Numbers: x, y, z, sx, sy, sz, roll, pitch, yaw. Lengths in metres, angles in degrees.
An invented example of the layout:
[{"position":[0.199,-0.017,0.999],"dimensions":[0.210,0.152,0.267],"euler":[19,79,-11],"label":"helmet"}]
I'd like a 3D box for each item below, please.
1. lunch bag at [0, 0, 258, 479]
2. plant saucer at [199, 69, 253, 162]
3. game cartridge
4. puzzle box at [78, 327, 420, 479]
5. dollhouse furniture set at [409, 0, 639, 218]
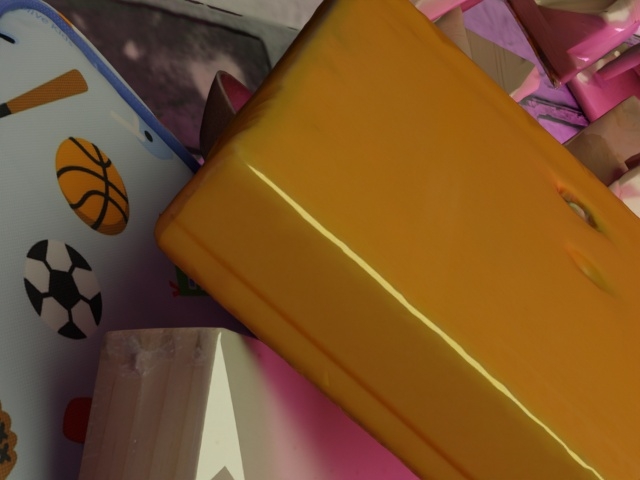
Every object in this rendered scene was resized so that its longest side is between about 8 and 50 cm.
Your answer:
[{"position":[-0.080,0.068,0.523],"dimensions":[0.303,0.115,0.243],"euler":[50,33,-28],"label":"lunch bag"},{"position":[0.000,0.000,0.581],"dimensions":[0.168,0.029,0.168],"euler":[50,6,-7],"label":"plant saucer"},{"position":[0.087,0.027,0.523],"dimensions":[0.285,0.052,0.323],"euler":[42,22,-7],"label":"game cartridge"},{"position":[0.062,0.206,0.494],"dimensions":[0.409,0.052,0.272],"euler":[24,68,-47],"label":"puzzle box"},{"position":[0.199,-0.023,0.885],"dimensions":[0.394,0.256,0.362],"euler":[-34,93,-31],"label":"dollhouse furniture set"}]
